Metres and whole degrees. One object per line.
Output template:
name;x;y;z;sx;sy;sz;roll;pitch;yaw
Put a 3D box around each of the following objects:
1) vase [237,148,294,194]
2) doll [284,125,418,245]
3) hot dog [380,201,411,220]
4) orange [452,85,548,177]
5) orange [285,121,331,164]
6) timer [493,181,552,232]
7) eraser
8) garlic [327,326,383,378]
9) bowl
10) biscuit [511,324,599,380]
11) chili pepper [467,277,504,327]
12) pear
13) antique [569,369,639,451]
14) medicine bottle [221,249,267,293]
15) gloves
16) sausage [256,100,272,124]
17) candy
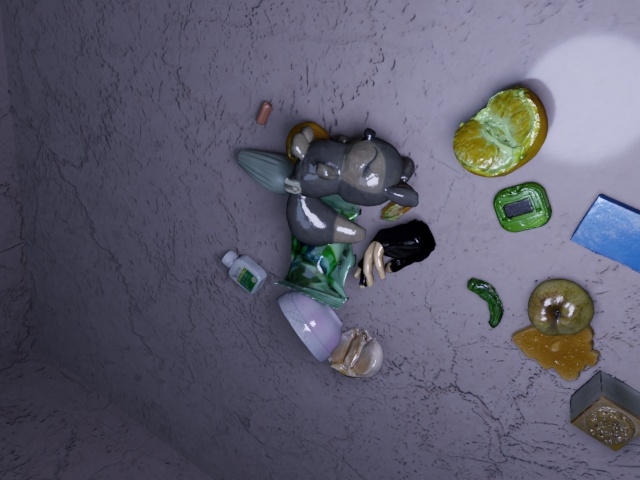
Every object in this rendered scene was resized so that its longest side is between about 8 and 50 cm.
vase;-0.180;-0.244;1.636;0.248;0.128;0.128;28;125;29
doll;0.093;-0.156;1.435;0.381;0.252;0.379;14;140;3
hot dog;0.238;-0.098;1.503;0.133;0.041;0.056;-34;93;37
orange;0.462;-0.260;1.208;0.237;0.158;0.179;-46;49;32
orange;-0.041;-0.294;1.518;0.154;0.134;0.155;19;128;27
timer;0.551;-0.089;1.318;0.140;0.047;0.128;-16;103;35
eraser;0.818;0.009;1.210;0.311;0.042;0.144;28;123;16
garlic;0.144;0.429;1.766;0.229;0.178;0.143;6;149;48
bowl;-0.019;0.281;1.731;0.143;0.287;0.287;-36;93;-4
biscuit;0.697;0.315;1.433;0.238;0.041;0.212;14;125;23
chili pepper;0.516;0.189;1.474;0.073;0.050;0.182;-24;102;29
pear;0.663;0.186;1.329;0.167;0.136;0.167;2;94;30
antique;0.823;0.490;1.377;0.151;0.148;0.147;31;127;11
medicine bottle;-0.306;0.120;1.918;0.183;0.069;0.119;41;129;9
gloves;0.222;0.046;1.518;0.301;0.197;0.152;-43;53;22
sausage;-0.188;-0.423;1.603;0.034;0.034;0.083;38;126;9
candy;-0.003;0.000;1.627;0.262;0.172;0.398;13;106;21
